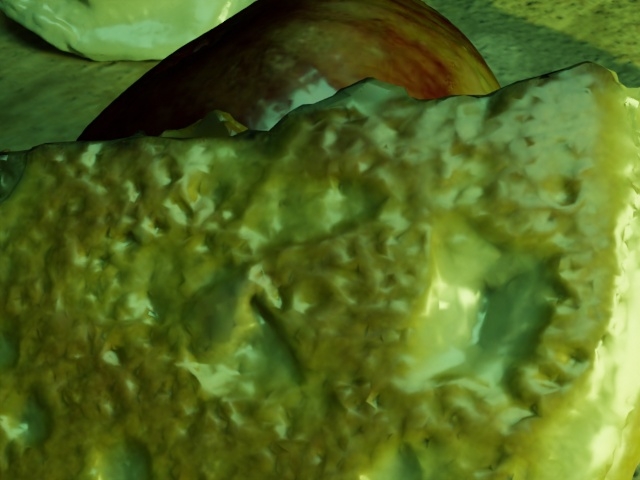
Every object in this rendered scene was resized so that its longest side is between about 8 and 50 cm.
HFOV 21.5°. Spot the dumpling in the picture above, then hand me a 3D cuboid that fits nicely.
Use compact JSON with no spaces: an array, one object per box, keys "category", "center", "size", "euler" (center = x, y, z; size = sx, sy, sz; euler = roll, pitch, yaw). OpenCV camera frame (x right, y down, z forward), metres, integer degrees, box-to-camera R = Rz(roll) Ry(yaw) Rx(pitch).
[{"category":"dumpling","center":[-0.093,-0.210,1.080],"size":[0.258,0.147,0.193],"euler":[-32,83,-3]}]

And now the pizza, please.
[{"category":"pizza","center":[-0.040,0.080,0.619],"size":[0.278,0.114,0.409],"euler":[39,89,26]}]

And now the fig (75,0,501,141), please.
[{"category":"fig","center":[-0.011,-0.014,0.812],"size":[0.235,0.214,0.235],"euler":[-20,42,19]}]
